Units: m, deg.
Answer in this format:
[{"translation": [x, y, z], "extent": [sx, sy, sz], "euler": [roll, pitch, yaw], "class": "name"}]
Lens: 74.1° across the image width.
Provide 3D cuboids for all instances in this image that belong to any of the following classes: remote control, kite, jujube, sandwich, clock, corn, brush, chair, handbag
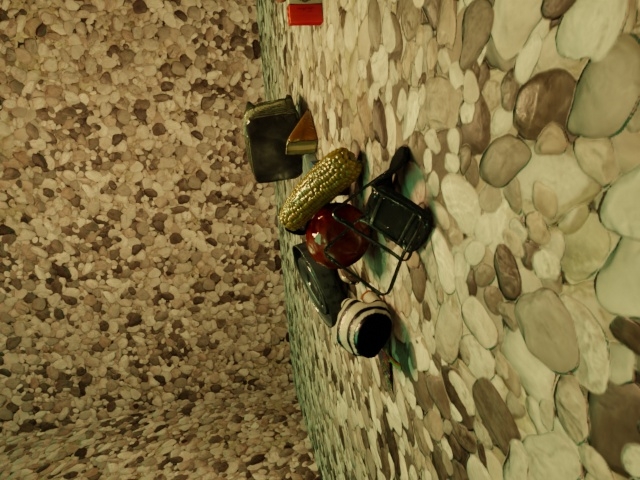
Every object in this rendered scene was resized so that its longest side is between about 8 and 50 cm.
[{"translation": [-0.029, -0.236, 1.566], "extent": [0.247, 0.052, 0.104], "euler": [-104, 14, -46], "class": "remote control"}, {"translation": [0.159, 0.273, 1.017], "extent": [0.159, 0.010, 0.190], "euler": [-134, 38, -70], "class": "kite"}, {"translation": [0.037, -0.019, 1.075], "extent": [0.236, 0.168, 0.168], "euler": [-120, 25, -75], "class": "jujube"}, {"translation": [-0.081, -0.401, 1.558], "extent": [0.079, 0.113, 0.163], "euler": [102, 158, -60], "class": "sandwich"}, {"translation": [-0.007, 0.145, 1.448], "extent": [0.312, 0.061, 0.312], "euler": [59, 165, 26], "class": "clock"}, {"translation": [-0.004, -0.138, 1.106], "extent": [0.310, 0.101, 0.101], "euler": [-38, 53, 39], "class": "corn"}, {"translation": [0.054, 0.029, 1.277], "extent": [0.313, 0.072, 0.067], "euler": [-117, 36, -58], "class": "brush"}, {"translation": [0.128, -0.042, 0.759], "extent": [0.145, 0.221, 0.140], "euler": [34, 151, 13], "class": "chair"}, {"translation": [-0.189, -0.428, 1.742], "extent": [0.240, 0.247, 0.341], "euler": [-107, 9, -47], "class": "handbag"}]

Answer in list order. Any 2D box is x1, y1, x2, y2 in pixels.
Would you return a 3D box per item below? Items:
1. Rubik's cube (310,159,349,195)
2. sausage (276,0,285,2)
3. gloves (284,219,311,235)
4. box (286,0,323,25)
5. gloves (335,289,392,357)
[{"translation": [0.025, -0.179, 1.206], "extent": [0.092, 0.092, 0.092], "euler": [-123, 28, -67], "class": "Rubik's cube"}, {"translation": [-0.128, -1.008, 1.510], "extent": [0.433, 0.088, 0.088], "euler": [131, 131, -76], "class": "sausage"}, {"translation": [-0.083, -0.118, 1.851], "extent": [0.129, 0.106, 0.181], "euler": [129, 161, -73], "class": "gloves"}, {"translation": [-0.049, -0.713, 1.235], "extent": [0.048, 0.100, 0.152], "euler": [-124, 29, -73], "class": "box"}, {"translation": [0.088, 0.194, 1.001], "extent": [0.218, 0.131, 0.140], "euler": [-167, 80, -70], "class": "gloves"}]
